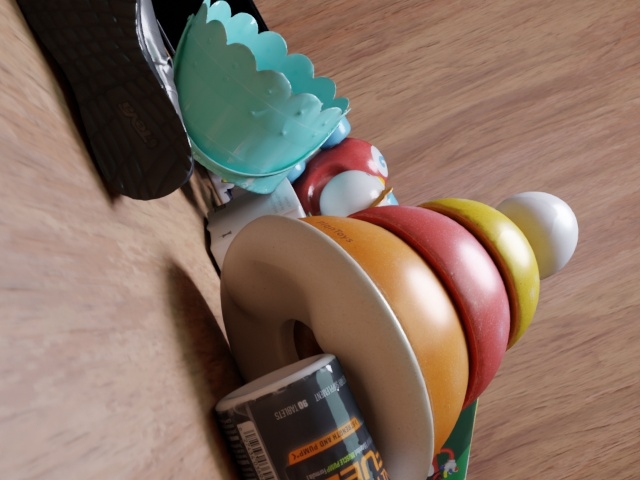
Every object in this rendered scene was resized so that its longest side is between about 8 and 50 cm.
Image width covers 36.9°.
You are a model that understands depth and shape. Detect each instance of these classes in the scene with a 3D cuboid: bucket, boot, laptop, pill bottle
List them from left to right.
[{"bbox_3d":[-0.212,-0.201,0.942,0.223,0.118,0.338,-128,-155,-79],"label":"boot"},{"bbox_3d":[-0.142,-0.352,1.803,0.382,0.236,0.408,62,18,1],"label":"laptop"},{"bbox_3d":[-0.114,-0.215,1.465,0.281,0.183,0.281,34,17,-12],"label":"bucket"},{"bbox_3d":[0.003,0.243,0.915,0.130,0.130,0.246,56,10,-90],"label":"pill bottle"}]

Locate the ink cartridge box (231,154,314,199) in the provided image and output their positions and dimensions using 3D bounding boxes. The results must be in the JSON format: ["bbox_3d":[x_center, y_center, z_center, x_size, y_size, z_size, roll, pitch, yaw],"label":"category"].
[{"bbox_3d":[-0.024,-0.008,1.841,0.121,0.211,0.289,-82,157,-70],"label":"ink cartridge box"}]

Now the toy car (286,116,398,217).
[{"bbox_3d":[0.058,-0.079,1.621,0.219,0.210,0.238,57,-17,-24],"label":"toy car"}]

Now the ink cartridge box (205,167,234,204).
[{"bbox_3d":[-0.161,-0.105,2.049,0.172,0.100,0.237,-113,179,-64],"label":"ink cartridge box"}]

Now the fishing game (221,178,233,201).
[{"bbox_3d":[-0.149,0.006,1.865,0.189,0.041,0.264,-50,123,-81],"label":"fishing game"}]

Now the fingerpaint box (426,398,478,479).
[{"bbox_3d":[0.144,0.349,1.808,0.445,0.163,0.371,-112,-153,-74],"label":"fingerpaint box"}]

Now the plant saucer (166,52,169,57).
[{"bbox_3d":[-0.259,-0.248,1.707,0.241,0.037,0.241,-24,90,-89],"label":"plant saucer"}]

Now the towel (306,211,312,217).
[{"bbox_3d":[0.000,0.000,1.549,0.060,0.009,0.083,-116,-179,-55],"label":"towel"}]

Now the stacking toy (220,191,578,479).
[{"bbox_3d":[0.152,0.064,1.164,0.350,0.480,0.350,37,-40,39],"label":"stacking toy"}]

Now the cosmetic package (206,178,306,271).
[{"bbox_3d":[-0.038,0.112,1.541,0.217,0.156,0.385,-116,-176,-70],"label":"cosmetic package"}]
